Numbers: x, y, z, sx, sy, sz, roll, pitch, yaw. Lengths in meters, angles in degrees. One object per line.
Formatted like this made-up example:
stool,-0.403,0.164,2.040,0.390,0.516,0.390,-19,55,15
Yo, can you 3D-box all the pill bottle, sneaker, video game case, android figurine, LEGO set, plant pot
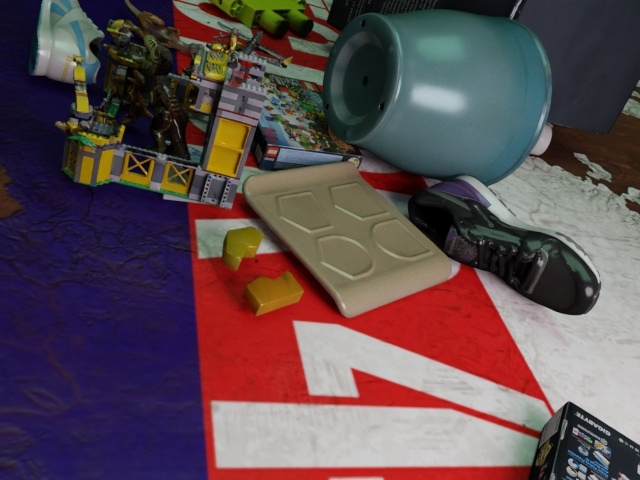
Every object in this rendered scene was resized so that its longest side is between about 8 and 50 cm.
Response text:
pill bottle,0.387,-0.221,1.254,0.137,0.078,0.078,15,36,-12
sneaker,-0.376,-0.307,0.933,0.092,0.087,0.229,11,43,-29
sneaker,0.231,0.017,0.847,0.124,0.107,0.283,-14,40,-34
video game case,-0.167,-0.090,0.821,0.087,0.011,0.122,6,38,-24
android figurine,-0.148,-0.535,1.382,0.273,0.056,0.248,43,39,22
LEGO set,-0.178,-0.204,0.786,0.255,0.192,0.331,18,35,-8
plant pot,0.152,-0.224,0.940,0.255,0.272,0.272,2,40,-33

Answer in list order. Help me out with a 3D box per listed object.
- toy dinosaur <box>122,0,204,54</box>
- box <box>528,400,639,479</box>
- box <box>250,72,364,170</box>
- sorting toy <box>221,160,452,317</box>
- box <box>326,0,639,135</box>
toy dinosaur,-0.302,-0.377,1.094,0.211,0.064,0.112,39,19,6
box,0.302,0.274,0.578,0.220,0.051,0.175,32,36,12
box,-0.047,-0.190,0.992,0.159,0.044,0.233,2,40,-27
sorting toy,0.000,0.000,0.782,0.307,0.041,0.229,-14,54,-41
box,0.360,-0.464,1.284,0.480,0.297,0.472,0,30,-39
